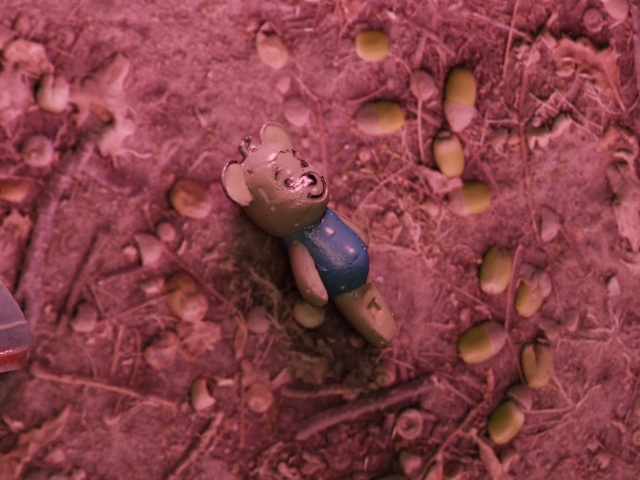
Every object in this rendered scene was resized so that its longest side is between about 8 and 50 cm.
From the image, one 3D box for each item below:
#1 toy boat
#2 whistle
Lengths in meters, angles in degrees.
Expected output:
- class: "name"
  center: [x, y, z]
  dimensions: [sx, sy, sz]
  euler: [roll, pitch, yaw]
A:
- class: "toy boat"
  center: [-0.287, 0.051, 1.065]
  dimensions: [0.096, 0.034, 0.122]
  euler: [-5, 85, -32]
- class: "whistle"
  center: [0.000, 0.000, 1.186]
  dimensions: [0.235, 0.077, 0.114]
  euler: [54, 42, -14]
